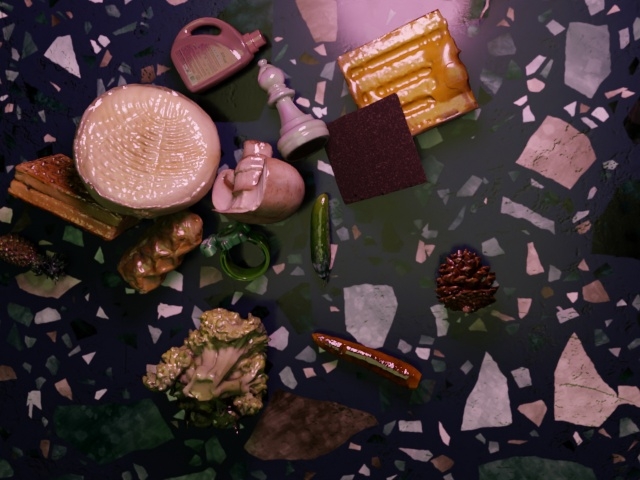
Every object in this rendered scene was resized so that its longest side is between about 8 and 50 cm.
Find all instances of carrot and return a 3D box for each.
[{"bbox_3d":[0.119,0.317,1.880,0.314,0.066,0.066,22,101,9],"label":"carrot"}]

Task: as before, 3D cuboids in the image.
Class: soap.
[{"bbox_3d":[0.217,-0.386,1.720,0.281,0.143,0.259,-21,92,11],"label":"soap"}]

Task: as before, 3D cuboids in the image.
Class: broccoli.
[{"bbox_3d":[-0.266,0.351,1.830,0.293,0.281,0.348,43,102,2],"label":"broccoli"}]

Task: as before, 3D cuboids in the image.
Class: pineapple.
[{"bbox_3d":[-0.822,0.040,1.978,0.221,0.083,0.103,25,102,3],"label":"pineapple"}]

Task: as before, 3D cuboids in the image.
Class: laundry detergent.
[{"bbox_3d":[-0.271,-0.505,1.816,0.237,0.076,0.171,-29,92,12],"label":"laundry detergent"}]

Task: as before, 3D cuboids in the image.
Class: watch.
[{"bbox_3d":[-0.220,0.034,1.875,0.165,0.131,0.152,-29,111,8],"label":"watch"}]

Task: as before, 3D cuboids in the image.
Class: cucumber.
[{"bbox_3d":[0.000,0.000,1.854,0.056,0.056,0.250,0,95,9],"label":"cucumber"}]

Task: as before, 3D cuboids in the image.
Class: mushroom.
[{"bbox_3d":[-0.142,-0.138,1.791,0.254,0.189,0.195,-7,70,43],"label":"mushroom"}]

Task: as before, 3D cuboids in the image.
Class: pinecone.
[{"bbox_3d":[0.366,0.104,1.765,0.174,0.173,0.173,1,98,9],"label":"pinecone"}]

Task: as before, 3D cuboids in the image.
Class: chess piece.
[{"bbox_3d":[-0.094,-0.349,1.796,0.139,0.139,0.271,-30,82,12],"label":"chess piece"}]

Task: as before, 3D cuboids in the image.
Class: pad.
[{"bbox_3d":[0.119,-0.215,1.712,0.004,0.330,0.220,-23,97,-34],"label":"pad"}]

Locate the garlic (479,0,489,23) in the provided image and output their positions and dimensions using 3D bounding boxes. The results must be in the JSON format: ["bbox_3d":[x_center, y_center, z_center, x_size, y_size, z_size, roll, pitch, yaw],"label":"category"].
[{"bbox_3d":[0.270,-0.700,1.626,0.340,0.231,0.245,27,98,10],"label":"garlic"}]

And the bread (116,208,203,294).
[{"bbox_3d":[-0.426,0.018,1.882,0.268,0.130,0.152,-44,58,11],"label":"bread"}]

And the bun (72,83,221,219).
[{"bbox_3d":[-0.445,-0.216,1.802,0.364,0.202,0.364,3,74,-11],"label":"bun"}]

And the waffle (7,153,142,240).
[{"bbox_3d":[-0.630,-0.120,1.859,0.308,0.213,0.091,27,110,3],"label":"waffle"}]
